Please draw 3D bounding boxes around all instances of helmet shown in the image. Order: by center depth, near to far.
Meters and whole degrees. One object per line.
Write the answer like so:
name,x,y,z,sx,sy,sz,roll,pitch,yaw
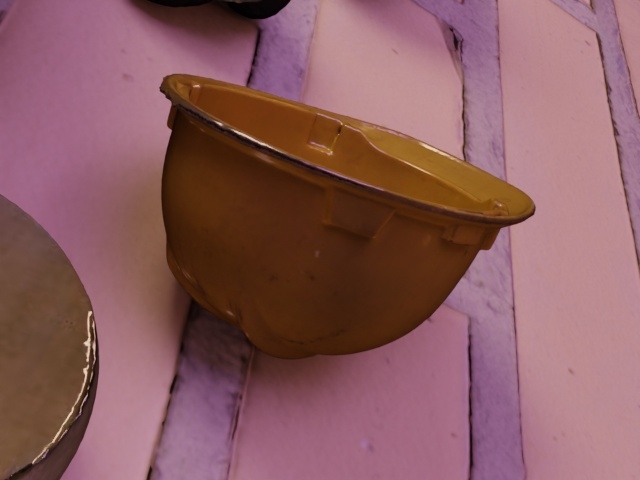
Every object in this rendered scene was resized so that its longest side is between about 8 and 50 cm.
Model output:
helmet,0.000,0.000,0.541,0.205,0.140,0.257,32,16,36

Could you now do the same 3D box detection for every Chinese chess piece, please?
Chinese chess piece,-0.190,0.051,0.383,0.188,0.083,0.188,21,45,-22

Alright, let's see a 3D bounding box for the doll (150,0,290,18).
doll,-0.086,-0.281,0.688,0.143,0.135,0.234,-8,73,-44
